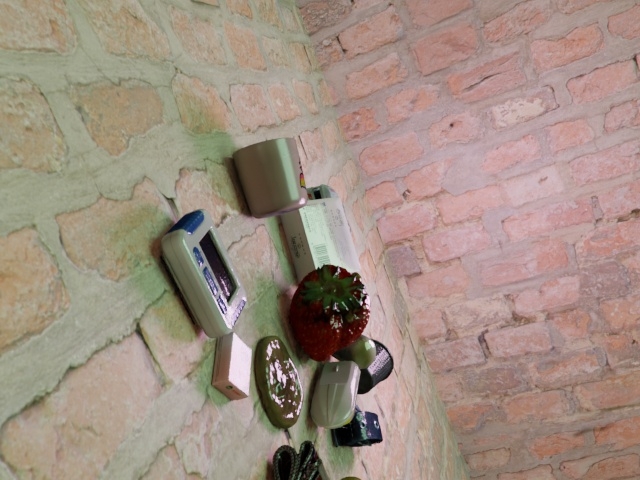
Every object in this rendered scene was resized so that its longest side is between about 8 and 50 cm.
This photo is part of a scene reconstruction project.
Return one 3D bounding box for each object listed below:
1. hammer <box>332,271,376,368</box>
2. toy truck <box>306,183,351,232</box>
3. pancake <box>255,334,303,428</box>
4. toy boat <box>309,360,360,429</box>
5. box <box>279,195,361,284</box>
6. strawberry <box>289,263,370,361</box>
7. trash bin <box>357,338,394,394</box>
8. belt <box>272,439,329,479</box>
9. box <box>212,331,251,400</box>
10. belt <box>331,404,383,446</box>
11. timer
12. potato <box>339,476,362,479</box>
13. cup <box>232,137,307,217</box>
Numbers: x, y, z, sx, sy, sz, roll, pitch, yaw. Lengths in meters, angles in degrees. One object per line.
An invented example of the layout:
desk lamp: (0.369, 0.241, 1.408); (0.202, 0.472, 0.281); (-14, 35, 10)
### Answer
hammer: (0.107, 0.257, 1.842); (0.113, 0.202, 0.305); (3, 93, -33)
toy truck: (0.023, -0.058, 2.058); (0.136, 0.162, 0.305); (6, 67, -71)
pancake: (-0.096, 0.366, 1.457); (0.242, 0.050, 0.242); (-17, 90, -73)
toy boat: (0.045, 0.475, 1.664); (0.269, 0.141, 0.140); (-79, 147, -54)
box: (-0.001, 0.001, 1.880); (0.203, 0.116, 0.274); (-12, 84, -42)
strawberry: (0.021, 0.229, 1.695); (0.238, 0.250, 0.288); (57, -22, 37)
trash bin: (0.154, 0.461, 1.980); (0.161, 0.175, 0.175); (-33, 105, -59)
belt: (-0.067, 0.609, 1.207); (0.359, 0.126, 0.094); (-73, 151, -53)
box: (-0.196, 0.281, 1.243); (0.089, 0.043, 0.125); (55, 24, -44)
belt: (0.123, 0.591, 1.787); (0.218, 0.122, 0.128); (42, 31, -57)
timer: (-0.254, 0.072, 1.218); (0.178, 0.078, 0.253); (-72, 142, -66)
potato: (0.082, 0.746, 1.462); (0.186, 0.149, 0.253); (59, 22, -30)
cup: (-0.140, -0.177, 1.664); (0.253, 0.191, 0.200); (-36, 111, -89)
